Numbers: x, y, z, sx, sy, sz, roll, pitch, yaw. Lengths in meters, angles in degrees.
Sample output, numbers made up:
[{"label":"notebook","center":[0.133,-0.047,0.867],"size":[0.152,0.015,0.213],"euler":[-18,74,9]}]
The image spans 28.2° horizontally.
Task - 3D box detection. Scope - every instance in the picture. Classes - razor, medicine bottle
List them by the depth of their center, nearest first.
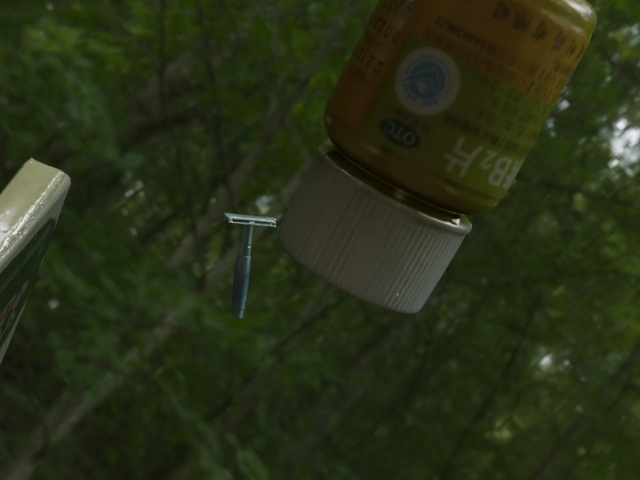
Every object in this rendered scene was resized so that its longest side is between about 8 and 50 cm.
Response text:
[{"label":"medicine bottle","center":[0.118,-0.128,1.395],"size":[0.224,0.224,0.384],"euler":[35,-76,27]},{"label":"razor","center":[-0.099,0.033,1.616],"size":[0.040,0.068,0.135],"euler":[-142,-121,-69]}]

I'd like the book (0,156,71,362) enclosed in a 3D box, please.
[{"label":"book","center":[-0.312,0.138,1.015],"size":[0.043,0.260,0.371],"euler":[26,-60,-3]}]
